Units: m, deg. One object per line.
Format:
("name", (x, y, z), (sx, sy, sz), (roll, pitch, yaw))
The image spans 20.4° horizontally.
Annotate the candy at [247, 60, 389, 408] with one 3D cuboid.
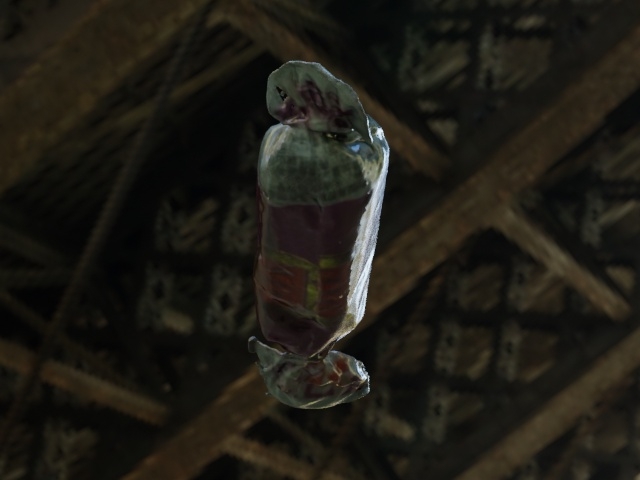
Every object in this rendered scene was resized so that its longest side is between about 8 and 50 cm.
("candy", (0.000, 0.000, 0.593), (0.045, 0.043, 0.175), (8, -37, 2))
